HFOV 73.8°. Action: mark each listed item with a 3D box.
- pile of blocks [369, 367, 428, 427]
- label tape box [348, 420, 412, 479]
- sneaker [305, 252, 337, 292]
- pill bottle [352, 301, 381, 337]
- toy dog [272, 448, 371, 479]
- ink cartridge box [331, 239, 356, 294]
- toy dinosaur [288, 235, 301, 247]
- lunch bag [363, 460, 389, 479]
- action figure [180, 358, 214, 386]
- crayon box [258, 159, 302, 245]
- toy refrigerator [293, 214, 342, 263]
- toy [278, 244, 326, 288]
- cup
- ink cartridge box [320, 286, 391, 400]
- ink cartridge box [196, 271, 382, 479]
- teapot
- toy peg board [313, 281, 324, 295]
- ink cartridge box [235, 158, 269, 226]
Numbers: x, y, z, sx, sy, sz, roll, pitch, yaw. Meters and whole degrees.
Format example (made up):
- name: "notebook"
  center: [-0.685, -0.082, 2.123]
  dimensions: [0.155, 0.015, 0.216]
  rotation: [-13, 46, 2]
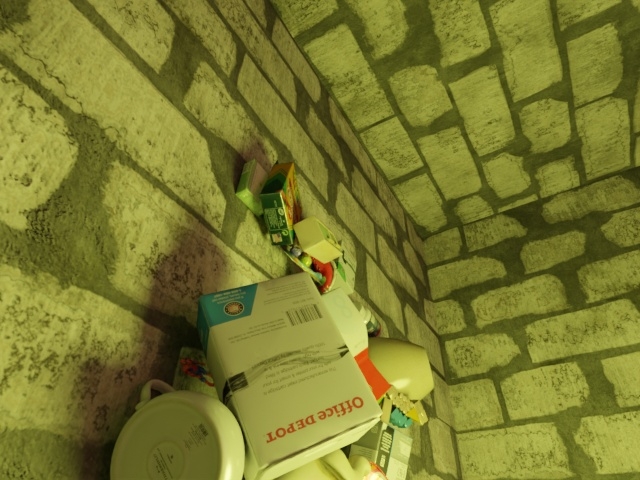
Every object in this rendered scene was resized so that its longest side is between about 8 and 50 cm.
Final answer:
- name: "pile of blocks"
  center: [0.229, 0.599, 1.546]
  dimensions: [0.362, 0.112, 0.149]
  rotation: [38, 53, -22]
- name: "label tape box"
  center: [0.184, 0.803, 1.420]
  dimensions: [0.249, 0.115, 0.348]
  rotation: [46, 50, -41]
- name: "sneaker"
  center: [-0.012, 0.083, 1.725]
  dimensions: [0.118, 0.107, 0.279]
  rotation: [21, 47, -36]
- name: "pill bottle"
  center: [0.188, 0.356, 1.891]
  dimensions: [0.180, 0.107, 0.108]
  rotation: [52, 29, -34]
- name: "toy dog"
  center: [-0.076, 0.566, 1.037]
  dimensions: [0.394, 0.285, 0.408]
  rotation: [20, 45, -13]
- name: "ink cartridge box"
  center: [0.084, 0.120, 1.878]
  dimensions: [0.153, 0.086, 0.209]
  rotation: [56, 26, -29]
- name: "toy dinosaur"
  center: [-0.099, -0.012, 1.647]
  dimensions: [0.112, 0.064, 0.212]
  rotation: [32, 31, -28]
- name: "lunch bag"
  center: [0.084, 0.772, 1.186]
  dimensions: [0.293, 0.120, 0.258]
  rotation: [-37, 94, -33]
- name: "action figure"
  center: [-0.290, 0.309, 1.011]
  dimensions: [0.115, 0.030, 0.038]
  rotation: [47, 37, -37]
- name: "crayon box"
  center: [-0.131, -0.150, 1.539]
  dimensions: [0.319, 0.081, 0.203]
  rotation: [-82, 163, -58]
- name: "toy refrigerator"
  center: [0.000, 0.000, 1.556]
  dimensions: [0.102, 0.094, 0.269]
  rotation: [67, 9, 18]
- name: "toy"
  center: [-0.060, 0.076, 1.529]
  dimensions: [0.237, 0.056, 0.137]
  rotation: [48, -8, -29]
- name: "cup"
  center: [0.336, 0.552, 1.783]
  dimensions: [0.331, 0.236, 0.332]
  rotation: [-12, 90, -85]
- name: "ink cartridge box"
  center: [0.073, 0.357, 1.383]
  dimensions: [0.385, 0.091, 0.308]
  rotation: [53, 32, 16]
- name: "ink cartridge box"
  center: [-0.089, 0.295, 0.976]
  dimensions: [0.285, 0.166, 0.395]
  rotation: [-11, 53, -28]
- name: "teapot"
  center: [-0.249, 0.405, 0.807]
  dimensions: [0.187, 0.252, 0.256]
  rotation: [60, 32, -68]
- name: "toy peg board"
  center: [-0.060, 0.237, 1.520]
  dimensions: [0.161, 0.079, 0.161]
  rotation: [50, 46, -34]
- name: "ink cartridge box"
  center: [-0.199, -0.151, 1.529]
  dimensions: [0.235, 0.056, 0.171]
  rotation: [48, 32, -37]
